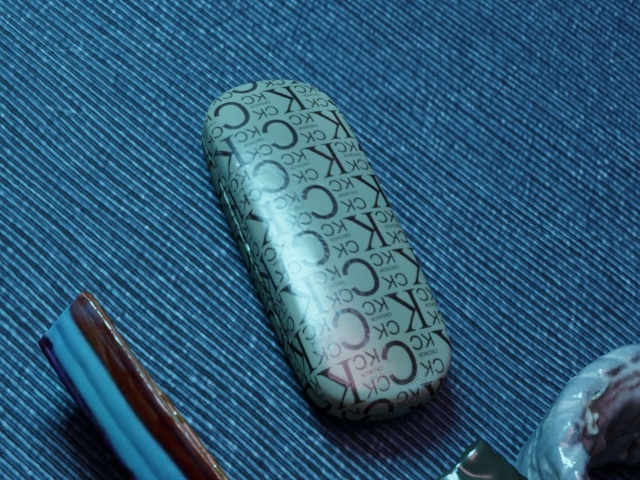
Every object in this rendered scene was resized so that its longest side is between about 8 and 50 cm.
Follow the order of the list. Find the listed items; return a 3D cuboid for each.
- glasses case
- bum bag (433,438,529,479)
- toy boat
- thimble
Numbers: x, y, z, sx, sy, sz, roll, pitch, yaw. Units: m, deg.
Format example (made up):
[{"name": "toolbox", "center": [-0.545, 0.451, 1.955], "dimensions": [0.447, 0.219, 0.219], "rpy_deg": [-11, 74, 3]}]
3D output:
[{"name": "glasses case", "center": [0.000, 0.000, 1.261], "dimensions": [0.137, 0.085, 0.354], "rpy_deg": [-12, 59, -21]}, {"name": "bum bag", "center": [0.110, 0.306, 1.008], "dimensions": [0.142, 0.080, 0.326], "rpy_deg": [3, 77, -14]}, {"name": "toy boat", "center": [-0.078, 0.207, 1.078], "dimensions": [0.079, 0.136, 0.392], "rpy_deg": [-37, 78, -7]}, {"name": "thimble", "center": [0.267, 0.206, 1.132], "dimensions": [0.236, 0.172, 0.205], "rpy_deg": [-17, 58, -27]}]
